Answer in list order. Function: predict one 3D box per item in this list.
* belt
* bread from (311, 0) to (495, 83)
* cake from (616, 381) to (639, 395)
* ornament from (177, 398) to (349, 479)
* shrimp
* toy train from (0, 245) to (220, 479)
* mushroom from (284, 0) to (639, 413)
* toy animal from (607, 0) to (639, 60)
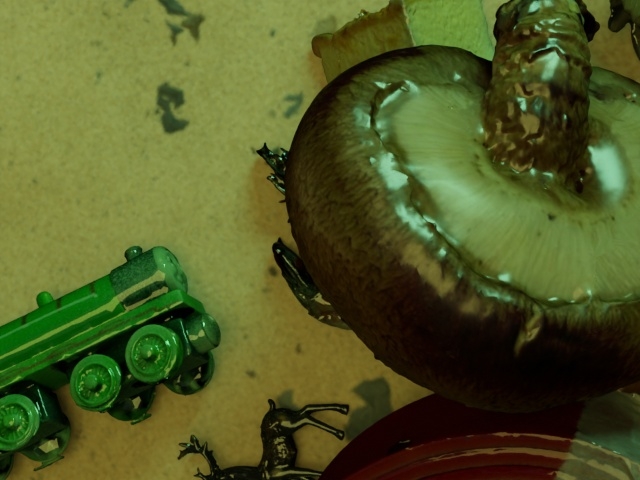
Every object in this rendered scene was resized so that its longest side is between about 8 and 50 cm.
[{"bbox_3d":[0.114,0.213,1.210,0.324,0.115,0.227,-28,98,19],"label":"belt"},{"bbox_3d":[0.060,-0.127,1.292,0.109,0.080,0.084,-20,86,48],"label":"bread"},{"bbox_3d":[0.183,0.108,1.254,0.084,0.044,0.084,0,89,12],"label":"cake"},{"bbox_3d":[-0.043,0.151,1.315,0.125,0.028,0.073,2,92,11],"label":"ornament"},{"bbox_3d":[0.000,0.000,1.299,0.161,0.034,0.091,45,101,8],"label":"shrimp"},{"bbox_3d":[-0.194,0.092,1.326,0.251,0.085,0.119,-26,70,8],"label":"toy train"},{"bbox_3d":[0.121,-0.024,1.170,0.297,0.163,0.278,11,72,-18],"label":"mushroom"},{"bbox_3d":[0.247,-0.223,1.175,0.214,0.094,0.186,-26,81,48],"label":"toy animal"}]
